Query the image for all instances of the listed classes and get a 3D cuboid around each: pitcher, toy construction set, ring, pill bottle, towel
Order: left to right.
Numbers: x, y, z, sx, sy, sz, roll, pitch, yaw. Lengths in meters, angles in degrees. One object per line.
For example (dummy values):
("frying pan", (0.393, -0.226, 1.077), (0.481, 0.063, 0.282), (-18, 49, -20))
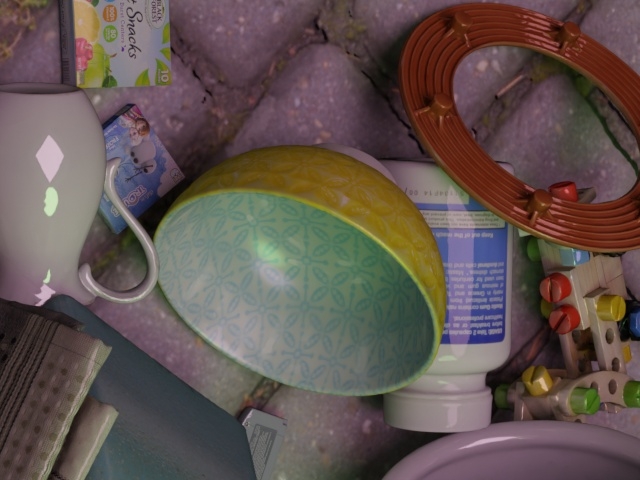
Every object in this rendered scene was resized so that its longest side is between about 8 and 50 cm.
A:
("towel", (-0.323, 0.193, 1.516), (0.056, 0.312, 0.324), (31, 79, -46))
("pitcher", (-0.233, -0.037, 1.644), (0.177, 0.125, 0.207), (-4, 103, -22))
("pill bottle", (0.121, 0.053, 1.848), (0.152, 0.152, 0.272), (-1, 95, -31))
("ring", (0.237, -0.127, 1.845), (0.336, 0.032, 0.337), (16, 46, -17))
("toy construction set", (0.265, 0.078, 1.928), (0.215, 0.151, 0.328), (-25, 122, -42))

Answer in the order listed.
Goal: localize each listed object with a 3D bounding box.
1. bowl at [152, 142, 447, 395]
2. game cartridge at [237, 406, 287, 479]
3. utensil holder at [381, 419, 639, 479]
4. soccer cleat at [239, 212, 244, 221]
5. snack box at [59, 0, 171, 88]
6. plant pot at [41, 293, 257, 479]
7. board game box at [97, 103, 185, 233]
("bowl", (0.000, 0.000, 1.725), (0.289, 0.289, 0.156), (46, 49, -25))
("game cartridge", (-0.069, 0.213, 1.828), (0.056, 0.017, 0.083), (24, 82, -34))
("utensil holder", (0.223, 0.425, 1.803), (0.327, 0.327, 0.386), (-20, 119, -28))
("soccer cleat", (-0.059, -0.051, 1.805), (0.083, 0.029, 0.036), (-37, 120, -20))
("snack box", (-0.194, -0.215, 1.703), (0.100, 0.037, 0.141), (-6, 97, -32))
("plant pot", (-0.198, 0.249, 1.574), (0.248, 0.252, 0.247), (40, 97, -28))
("board game box", (-0.189, -0.069, 1.729), (0.090, 0.020, 0.090), (-42, 114, -21))
